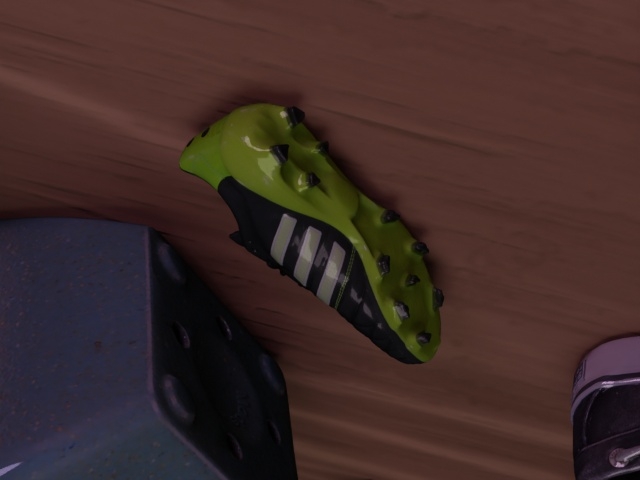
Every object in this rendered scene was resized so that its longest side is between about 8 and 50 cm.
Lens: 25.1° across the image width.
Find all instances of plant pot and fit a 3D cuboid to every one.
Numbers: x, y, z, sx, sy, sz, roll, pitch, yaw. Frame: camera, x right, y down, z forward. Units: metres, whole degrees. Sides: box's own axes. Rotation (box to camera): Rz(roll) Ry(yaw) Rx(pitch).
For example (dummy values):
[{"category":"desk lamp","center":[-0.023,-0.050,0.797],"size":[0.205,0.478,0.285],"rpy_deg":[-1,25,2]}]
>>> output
[{"category":"plant pot","center":[-0.151,0.133,0.793],"size":[0.252,0.248,0.247],"rpy_deg":[-27,127,14]}]

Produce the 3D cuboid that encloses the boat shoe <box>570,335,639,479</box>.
[{"category":"boat shoe","center":[0.285,0.105,0.767],"size":[0.301,0.102,0.108],"rpy_deg":[-3,136,14]}]

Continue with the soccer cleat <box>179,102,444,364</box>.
[{"category":"soccer cleat","center":[0.000,0.000,0.749],"size":[0.072,0.060,0.179],"rpy_deg":[-16,126,39]}]
